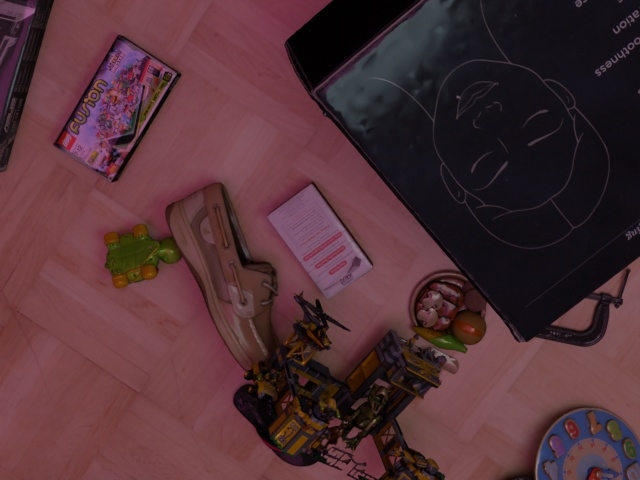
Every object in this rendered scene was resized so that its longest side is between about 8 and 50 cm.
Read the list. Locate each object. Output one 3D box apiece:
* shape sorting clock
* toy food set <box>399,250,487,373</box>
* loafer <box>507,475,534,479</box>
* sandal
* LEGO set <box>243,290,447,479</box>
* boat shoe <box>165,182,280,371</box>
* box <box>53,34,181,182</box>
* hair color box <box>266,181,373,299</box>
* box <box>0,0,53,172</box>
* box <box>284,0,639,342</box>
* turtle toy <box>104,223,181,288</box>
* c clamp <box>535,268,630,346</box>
[{"bbox_3d":[0.436,0.372,1.564,0.206,0.040,0.206,2,83,-19],"label":"shape sorting clock"},{"bbox_3d":[0.210,0.114,1.574,0.132,0.038,0.192,25,99,0],"label":"toy food set"},{"bbox_3d":[0.383,0.557,1.581,0.133,0.130,0.366,-21,96,6],"label":"loafer"},{"bbox_3d":[-0.076,0.314,1.619,0.179,0.040,0.067,43,98,-3],"label":"sandal"},{"bbox_3d":[0.073,0.225,1.463,0.331,0.255,0.192,34,108,-21],"label":"LEGO set"},{"bbox_3d":[-0.123,0.075,1.548,0.110,0.121,0.341,-27,94,8],"label":"boat shoe"},{"bbox_3d":[-0.325,-0.209,1.562,0.114,0.036,0.207,32,99,-1],"label":"box"},{"bbox_3d":[0.000,0.000,1.565,0.093,0.053,0.167,-35,93,6],"label":"hair color box"},{"bbox_3d":[-0.583,-0.286,1.547,0.242,0.076,0.308,19,99,0],"label":"box"},{"bbox_3d":[0.289,-0.212,1.306,0.480,0.297,0.472,-39,113,8],"label":"box"},{"bbox_3d":[-0.286,0.026,1.578,0.130,0.066,0.095,-15,73,3],"label":"turtle toy"},{"bbox_3d":[0.406,0.102,1.573,0.160,0.022,0.137,6,104,1],"label":"c clamp"}]
